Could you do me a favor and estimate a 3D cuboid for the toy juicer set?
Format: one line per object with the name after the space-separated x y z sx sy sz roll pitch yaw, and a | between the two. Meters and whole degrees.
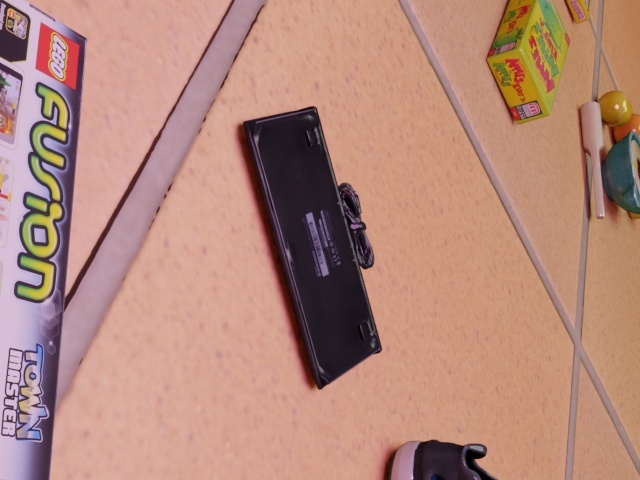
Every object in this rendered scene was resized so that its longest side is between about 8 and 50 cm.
0.478 -0.137 1.445 0.329 0.090 0.209 -1 81 -60 | toy juicer set

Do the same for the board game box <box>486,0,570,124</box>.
0.253 -0.229 1.128 0.092 0.043 0.181 58 36 -27 | board game box

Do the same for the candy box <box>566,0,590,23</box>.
0.406 -0.444 1.496 0.105 0.027 0.205 53 38 -32 | candy box

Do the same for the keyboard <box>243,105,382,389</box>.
0.000 0.000 0.640 0.108 0.023 0.180 -24 101 -53 | keyboard

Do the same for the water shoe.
0.120 0.228 0.702 0.203 0.080 0.073 58 36 -32 | water shoe

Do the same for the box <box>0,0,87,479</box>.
-0.151 -0.010 0.367 0.114 0.036 0.206 29 55 -53 | box
